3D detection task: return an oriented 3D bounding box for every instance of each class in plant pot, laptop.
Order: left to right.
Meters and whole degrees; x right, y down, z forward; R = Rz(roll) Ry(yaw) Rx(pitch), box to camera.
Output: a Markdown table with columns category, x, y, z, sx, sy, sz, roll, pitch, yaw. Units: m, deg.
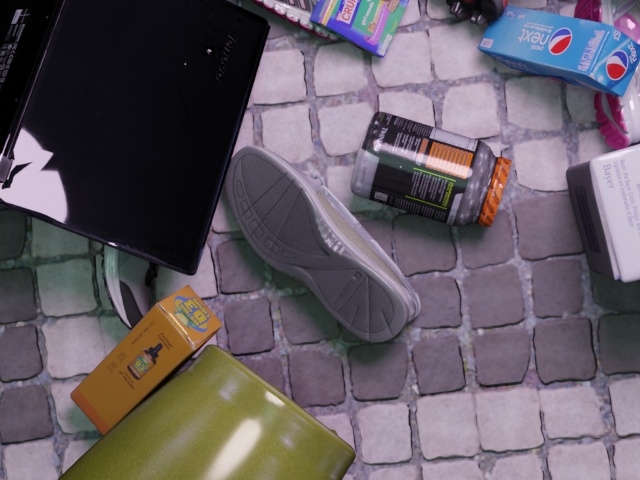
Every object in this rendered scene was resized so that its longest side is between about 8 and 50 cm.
| category | x | y | z | sx | sy | sz | roll | pitch | yaw |
| --- | --- | --- | --- | --- | --- | --- | --- | --- | --- |
| laptop | -0.338 | -0.178 | 1.544 | 0.408 | 0.236 | 0.382 | 2 | 66 | 33 |
| plant pot | -0.148 | 0.333 | 1.451 | 0.366 | 0.366 | 0.353 | 37 | 83 | 5 |

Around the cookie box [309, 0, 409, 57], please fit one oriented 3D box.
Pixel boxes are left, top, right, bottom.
| category | x | y | z | sx | sy | sz | roll | pitch | yaw |
| --- | --- | --- | --- | --- | --- | --- | --- | --- | --- |
| cookie box | 0.052 | -0.304 | 1.529 | 0.107 | 0.040 | 0.092 | 23 | 91 | -30 |

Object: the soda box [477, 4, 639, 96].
| category | x | y | z | sx | sy | sz | roll | pitch | yaw |
| --- | --- | --- | --- | --- | --- | --- | --- | --- | --- |
| soda box | 0.295 | -0.239 | 1.450 | 0.071 | 0.210 | 0.067 | 22 | 95 | -36 |

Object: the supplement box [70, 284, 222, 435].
| category | x | y | z | sx | sy | sz | roll | pitch | yaw |
| --- | --- | --- | --- | --- | --- | --- | --- | --- | --- |
| supplement box | -0.229 | 0.158 | 1.522 | 0.078 | 0.080 | 0.233 | 50 | 126 | 4 |

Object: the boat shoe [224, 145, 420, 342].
| category | x | y | z | sx | sy | sz | roll | pitch | yaw |
| --- | --- | --- | --- | --- | --- | --- | --- | --- | --- |
| boat shoe | 0.002 | -0.001 | 1.545 | 0.320 | 0.103 | 0.118 | 43 | 114 | 10 |

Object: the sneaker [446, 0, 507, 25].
| category | x | y | z | sx | sy | sz | roll | pitch | yaw |
| --- | --- | --- | --- | --- | --- | --- | --- | --- | --- |
| sneaker | 0.143 | -0.394 | 1.521 | 0.276 | 0.098 | 0.135 | 31 | 74 | 17 |

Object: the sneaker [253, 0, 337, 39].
| category | x | y | z | sx | sy | sz | roll | pitch | yaw |
| --- | --- | --- | --- | --- | --- | --- | --- | --- | --- |
| sneaker | -0.040 | -0.335 | 1.556 | 0.170 | 0.063 | 0.075 | 28 | 94 | 0 |

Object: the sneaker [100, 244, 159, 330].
| category | x | y | z | sx | sy | sz | roll | pitch | yaw |
| --- | --- | --- | --- | --- | --- | --- | --- | --- | --- |
| sneaker | -0.234 | -0.011 | 1.563 | 0.108 | 0.100 | 0.272 | 2 | 91 | 1 |

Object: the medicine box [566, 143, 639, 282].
| category | x | y | z | sx | sy | sz | roll | pitch | yaw |
| --- | --- | --- | --- | --- | --- | --- | --- | --- | --- |
| medicine box | 0.463 | -0.060 | 1.402 | 0.289 | 0.263 | 0.149 | -14 | 90 | 6 |

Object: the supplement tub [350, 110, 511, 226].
| category | x | y | z | sx | sy | sz | roll | pitch | yaw |
| --- | --- | --- | --- | --- | --- | --- | --- | --- | --- |
| supplement tub | 0.143 | -0.088 | 1.510 | 0.190 | 0.117 | 0.117 | 18 | 92 | 5 |

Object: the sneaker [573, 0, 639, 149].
| category | x | y | z | sx | sy | sz | roll | pitch | yaw |
| --- | --- | --- | --- | --- | --- | --- | --- | --- | --- |
| sneaker | 0.401 | -0.246 | 1.496 | 0.111 | 0.103 | 0.252 | -10 | 87 | -8 |
